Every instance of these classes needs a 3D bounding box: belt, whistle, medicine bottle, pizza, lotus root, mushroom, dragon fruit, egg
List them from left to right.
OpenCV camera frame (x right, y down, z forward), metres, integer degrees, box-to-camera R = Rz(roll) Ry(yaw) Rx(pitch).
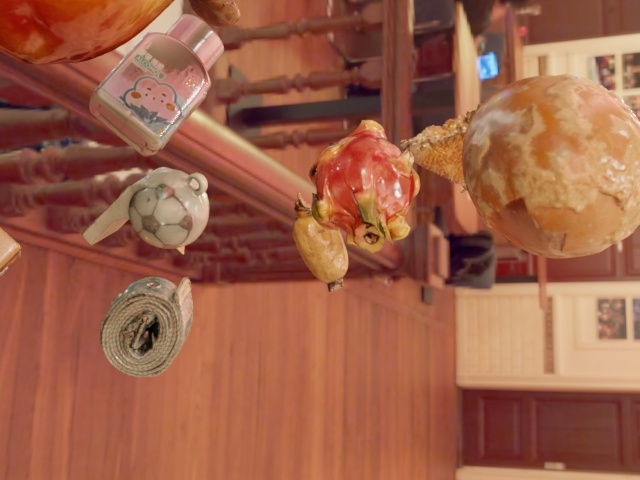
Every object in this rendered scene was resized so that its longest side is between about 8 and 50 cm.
[{"bbox_3d":[-0.287,0.143,1.371,0.082,0.148,0.163,-80,172,-67],"label":"belt"},{"bbox_3d":[-0.307,-0.043,1.577,0.163,0.290,0.163,31,40,-30],"label":"whistle"},{"bbox_3d":[-0.221,-0.224,1.173,0.119,0.094,0.188,40,71,-12],"label":"medicine bottle"},{"bbox_3d":[-0.210,-0.455,1.612,0.052,0.123,0.123,-60,154,-8],"label":"mushroom"},{"bbox_3d":[0.000,0.000,1.178,0.072,0.063,0.152,-40,107,-55],"label":"lotus root"},{"bbox_3d":[0.032,-0.036,0.633,0.081,0.086,0.116,-56,-171,34],"label":"dragon fruit"},{"bbox_3d":[0.218,-0.157,1.390,0.052,0.195,0.185,-113,-150,-45],"label":"pizza"},{"bbox_3d":[0.248,-0.082,0.900,0.233,0.195,0.195,47,-18,47],"label":"egg"}]

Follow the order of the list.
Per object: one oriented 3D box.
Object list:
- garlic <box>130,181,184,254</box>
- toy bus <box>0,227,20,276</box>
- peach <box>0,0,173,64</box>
[{"bbox_3d":[-0.422,-0.080,2.029,0.128,0.266,0.148,3,108,-32],"label":"garlic"},{"bbox_3d":[-0.459,0.050,1.016,0.091,0.103,0.182,45,68,-11],"label":"toy bus"},{"bbox_3d":[-0.241,-0.324,0.790,0.308,0.308,0.332,46,50,-63],"label":"peach"}]
